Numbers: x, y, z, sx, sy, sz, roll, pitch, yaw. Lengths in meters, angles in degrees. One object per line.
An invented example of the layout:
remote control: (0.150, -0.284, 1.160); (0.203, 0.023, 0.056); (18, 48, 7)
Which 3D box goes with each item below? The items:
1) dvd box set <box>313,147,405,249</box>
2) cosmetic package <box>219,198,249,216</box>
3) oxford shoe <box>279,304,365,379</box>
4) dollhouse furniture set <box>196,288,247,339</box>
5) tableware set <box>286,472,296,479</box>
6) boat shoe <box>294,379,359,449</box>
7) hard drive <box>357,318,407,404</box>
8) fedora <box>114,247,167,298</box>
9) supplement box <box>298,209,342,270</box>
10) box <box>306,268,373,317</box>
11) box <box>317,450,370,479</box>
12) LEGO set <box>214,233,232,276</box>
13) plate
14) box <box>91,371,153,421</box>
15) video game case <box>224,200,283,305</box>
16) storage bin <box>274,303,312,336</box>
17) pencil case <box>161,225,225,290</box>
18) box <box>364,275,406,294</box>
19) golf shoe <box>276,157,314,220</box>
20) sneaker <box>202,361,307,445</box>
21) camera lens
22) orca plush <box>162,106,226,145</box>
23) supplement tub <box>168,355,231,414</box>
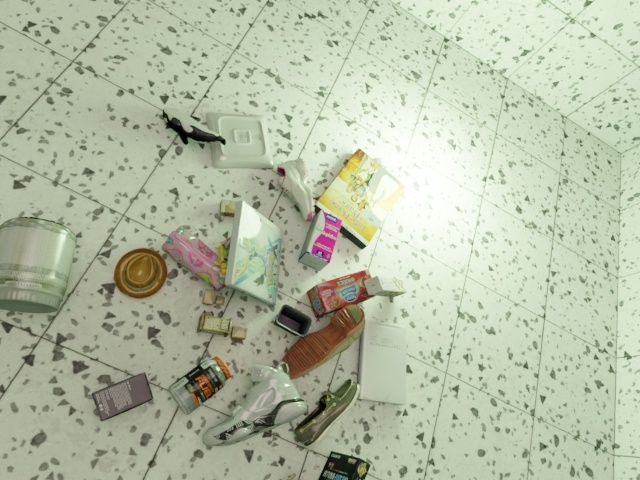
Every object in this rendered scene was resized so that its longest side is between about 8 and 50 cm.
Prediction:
dvd box set: (0.188, -0.204, 2.077); (0.307, 0.062, 0.420); (39, 60, -4)
cosmetic package: (-0.357, -0.130, 1.830); (0.115, 0.041, 0.060); (6, 67, -20)
oxford shoe: (0.024, 0.422, 1.722); (0.397, 0.146, 0.140); (-33, 48, -11)
dollhouse furniture set: (-0.349, 0.270, 1.643); (0.182, 0.101, 0.161); (13, 66, -18)
tableware set: (-0.137, 0.908, 1.521); (0.194, 0.039, 0.128); (-33, 97, -24)
boat shoe: (0.029, 0.632, 1.657); (0.305, 0.109, 0.091); (-43, 95, -26)
hard drive: (0.260, 0.505, 1.842); (0.210, 0.040, 0.319); (14, 65, -17)
fedora: (-0.646, 0.109, 1.594); (0.194, 0.079, 0.194); (8, 66, -20)
supplement box: (0.000, 0.000, 1.891); (0.111, 0.114, 0.220); (24, 61, -12)
box: (0.091, 0.218, 1.833); (0.256, 0.128, 0.123); (-14, 77, -27)
box: (0.067, 0.835, 1.529); (0.051, 0.220, 0.175); (38, 61, -11)
LEGO set: (-0.318, 0.023, 1.674); (0.132, 0.107, 0.287); (41, 27, 0)
plate: (-0.350, -0.451, 1.958); (0.278, 0.045, 0.277); (-3, 71, -24)
box: (-0.626, 0.497, 1.406); (0.158, 0.156, 0.093); (-19, 79, -28)
video game case: (-0.244, 0.056, 1.701); (0.300, 0.036, 0.329); (40, 48, -55)
storage bin: (-0.114, 0.315, 1.731); (0.135, 0.091, 0.098); (31, 61, -10)
pencil case: (-0.453, 0.071, 1.668); (0.284, 0.124, 0.124); (39, 60, -4)
box: (0.278, 0.196, 1.850); (0.324, 0.067, 0.063); (18, 50, -62)
golf shoe: (-0.110, -0.218, 1.942); (0.140, 0.115, 0.306); (-8, 67, -14)
sneaker: (-0.247, 0.571, 1.556); (0.365, 0.137, 0.210); (-16, 63, -14)
camera lens: (-0.920, 0.077, 1.410); (0.219, 0.219, 0.274); (8, 67, -20)
orca plush: (-0.540, -0.452, 1.862); (0.287, 0.102, 0.151); (21, 30, -9)
supplement tub: (-0.412, 0.493, 1.521); (0.190, 0.117, 0.117); (-35, 86, -29)
